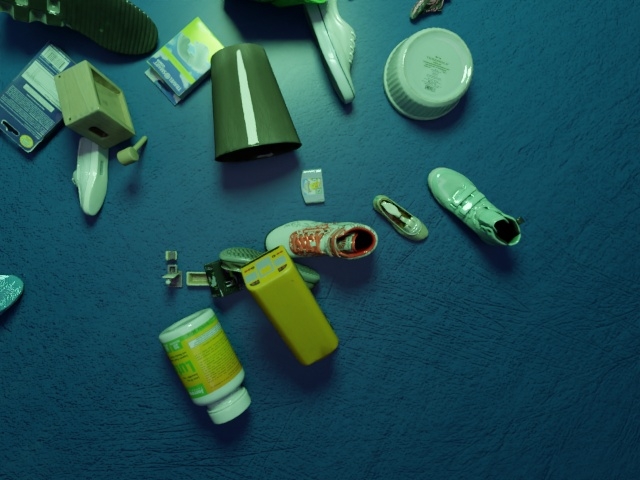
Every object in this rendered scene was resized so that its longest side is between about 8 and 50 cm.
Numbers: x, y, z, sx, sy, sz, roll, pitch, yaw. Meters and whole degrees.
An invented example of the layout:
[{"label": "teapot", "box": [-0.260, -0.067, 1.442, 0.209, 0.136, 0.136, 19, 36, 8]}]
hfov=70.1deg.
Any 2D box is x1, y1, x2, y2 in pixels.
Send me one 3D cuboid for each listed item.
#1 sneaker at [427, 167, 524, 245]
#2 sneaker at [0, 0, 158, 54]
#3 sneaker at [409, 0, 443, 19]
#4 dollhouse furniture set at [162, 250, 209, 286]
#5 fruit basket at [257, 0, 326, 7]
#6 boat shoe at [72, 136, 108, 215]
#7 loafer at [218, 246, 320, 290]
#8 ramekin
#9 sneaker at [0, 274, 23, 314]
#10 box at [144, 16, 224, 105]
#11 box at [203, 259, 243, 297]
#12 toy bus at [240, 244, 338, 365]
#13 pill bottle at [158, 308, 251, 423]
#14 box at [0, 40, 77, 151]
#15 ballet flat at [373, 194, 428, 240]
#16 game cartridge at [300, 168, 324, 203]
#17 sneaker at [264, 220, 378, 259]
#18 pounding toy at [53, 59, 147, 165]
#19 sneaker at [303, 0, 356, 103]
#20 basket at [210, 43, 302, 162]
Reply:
[{"label": "sneaker", "box": [0.376, -0.085, 1.093, 0.256, 0.151, 0.094, 42, 91, -5]}, {"label": "sneaker", "box": [-0.530, -0.521, 1.007, 0.330, 0.146, 0.122, 12, 122, -28]}, {"label": "sneaker", "box": [0.270, -0.574, 1.107, 0.119, 0.047, 0.057, -44, 108, 1]}, {"label": "dollhouse furniture set", "box": [-0.314, 0.073, 1.082, 0.114, 0.081, 0.091, 1, 94, -5]}, {"label": "fruit basket", "box": [-0.082, -0.684, 0.884, 0.283, 0.392, 0.392, 0, 95, -30]}, {"label": "boat shoe", "box": [-0.541, -0.151, 1.058, 0.063, 0.066, 0.184, 5, 94, 5]}, {"label": "loafer", "box": [-0.123, 0.086, 1.077, 0.251, 0.094, 0.087, 18, 101, -20]}, {"label": "ramekin", "box": [0.261, -0.398, 1.083, 0.207, 0.109, 0.207, 0, 94, -5]}, {"label": "sneaker", "box": [-0.792, 0.168, 1.052, 0.087, 0.092, 0.228, 46, 70, -4]}, {"label": "box", "box": [-0.315, -0.418, 1.067, 0.178, 0.042, 0.109, -43, 96, -2]}, {"label": "box", "box": [-0.233, 0.088, 1.093, 0.062, 0.052, 0.083, -19, 97, -38]}, {"label": "toy bus", "box": [-0.053, 0.164, 1.025, 0.108, 0.130, 0.332, -30, 126, -4]}, {"label": "pill bottle", "box": [-0.263, 0.297, 1.074, 0.136, 0.136, 0.245, -26, 96, -2]}, {"label": "box", "box": [-0.640, -0.326, 1.049, 0.136, 0.036, 0.225, 43, 89, -6]}, {"label": "ballet flat", "box": [0.200, -0.052, 1.130, 0.168, 0.052, 0.057, 34, 91, -6]}, {"label": "game cartridge", "box": [-0.021, -0.133, 1.125, 0.056, 0.017, 0.083, -6, 94, -1]}, {"label": "sneaker", "box": [0.001, -0.001, 1.071, 0.270, 0.145, 0.090, -2, 94, -4]}, {"label": "pounding toy", "box": [-0.475, -0.249, 1.011, 0.094, 0.181, 0.206, -23, 74, 7]}, {"label": "sneaker", "box": [0.043, -0.455, 1.067, 0.091, 0.094, 0.258, -20, 95, 1]}, {"label": "basket", "box": [-0.162, -0.309, 1.037, 0.204, 0.154, 0.227, -12, 91, -21]}]
